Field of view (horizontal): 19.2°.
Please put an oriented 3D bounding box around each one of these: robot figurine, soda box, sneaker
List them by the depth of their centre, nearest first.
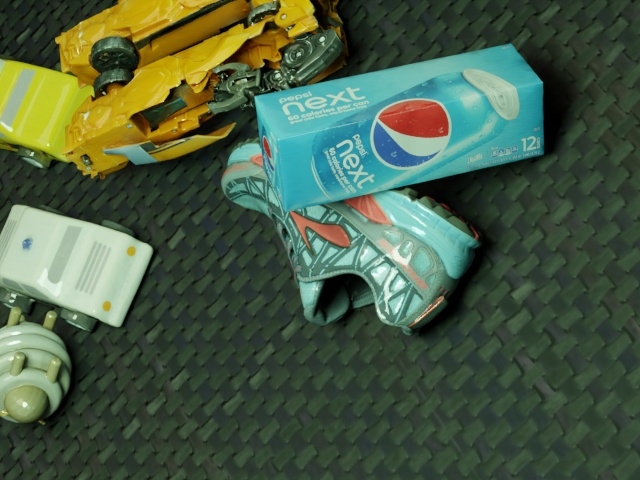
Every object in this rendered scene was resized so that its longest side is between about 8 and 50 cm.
[{"bbox_3d":[0.061,-0.087,1.438,0.210,0.067,0.071,-13,34,-11],"label":"soda box"},{"bbox_3d":[0.000,0.000,1.505,0.262,0.104,0.125,21,84,44],"label":"sneaker"},{"bbox_3d":[-0.097,-0.171,1.672,0.291,0.085,0.211,-21,54,18],"label":"robot figurine"}]

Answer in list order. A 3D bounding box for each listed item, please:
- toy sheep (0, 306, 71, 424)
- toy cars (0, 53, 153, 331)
[{"bbox_3d":[-0.261,0.111,1.675,0.091,0.091,0.132,-35,35,20],"label":"toy sheep"},{"bbox_3d":[-0.278,-0.062,1.778,0.176,0.087,0.394,-38,49,18],"label":"toy cars"}]
